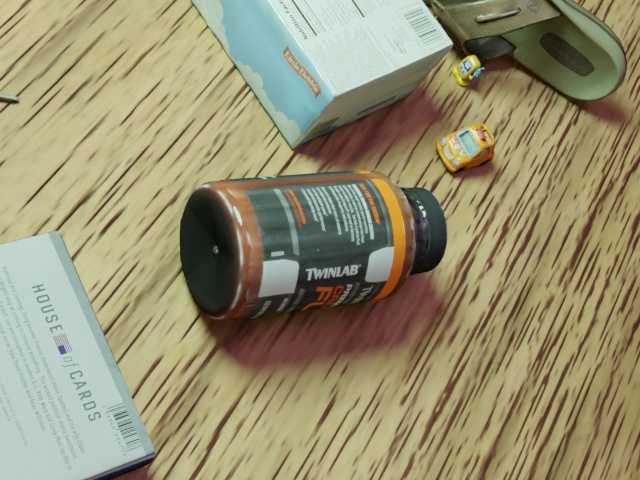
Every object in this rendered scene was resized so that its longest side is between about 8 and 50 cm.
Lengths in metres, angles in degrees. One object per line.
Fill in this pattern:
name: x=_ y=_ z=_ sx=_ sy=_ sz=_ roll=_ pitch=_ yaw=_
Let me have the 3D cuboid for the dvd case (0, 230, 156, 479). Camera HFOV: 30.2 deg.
dvd case: x=-0.246 y=0.100 z=0.762 sx=0.239 sy=0.029 sz=0.179 roll=-16 pitch=72 yaw=-35

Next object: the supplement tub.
supplement tub: x=0.000 y=0.000 z=0.908 sx=0.198 sy=0.106 sz=0.106 roll=-6 pitch=67 yaw=-31

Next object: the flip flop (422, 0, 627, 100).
flip flop: x=0.171 y=-0.205 z=1.126 sx=0.277 sy=0.112 sz=0.080 roll=32 pitch=58 yaw=-18

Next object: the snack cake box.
snack cake box: x=-0.027 y=-0.228 z=1.031 sx=0.152 sy=0.089 sz=0.264 roll=-28 pitch=79 yaw=-35

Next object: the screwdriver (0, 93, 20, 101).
screwdriver: x=-0.302 y=-0.118 z=0.861 sx=0.170 sy=0.024 sz=0.025 roll=4 pitch=33 yaw=-35

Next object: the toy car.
toy car: x=0.131 y=-0.122 z=1.091 sx=0.060 sy=0.040 sz=0.122 roll=2 pitch=64 yaw=-29
